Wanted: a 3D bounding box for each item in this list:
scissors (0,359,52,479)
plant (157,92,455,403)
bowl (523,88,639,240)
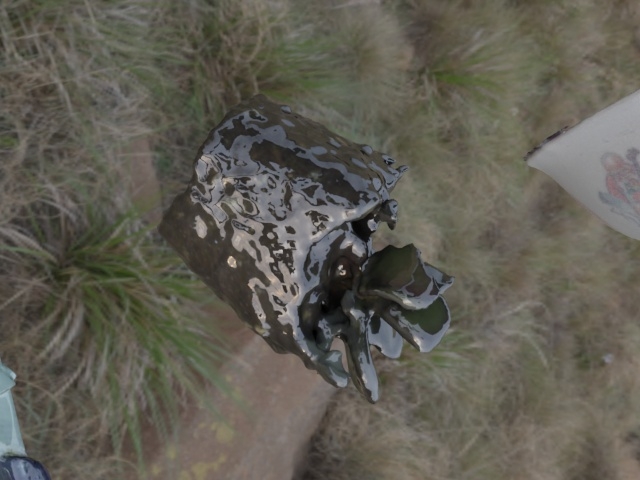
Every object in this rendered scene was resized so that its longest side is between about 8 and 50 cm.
[{"bbox_3d":[-0.194,0.075,0.479,0.256,0.029,0.383,34,36,-65],"label":"scissors"},{"bbox_3d":[0.000,0.000,0.816,0.276,0.188,0.199,38,19,-1],"label":"plant"},{"bbox_3d":[0.360,-0.077,0.723,0.345,0.345,0.157,-19,81,-48],"label":"bowl"}]
